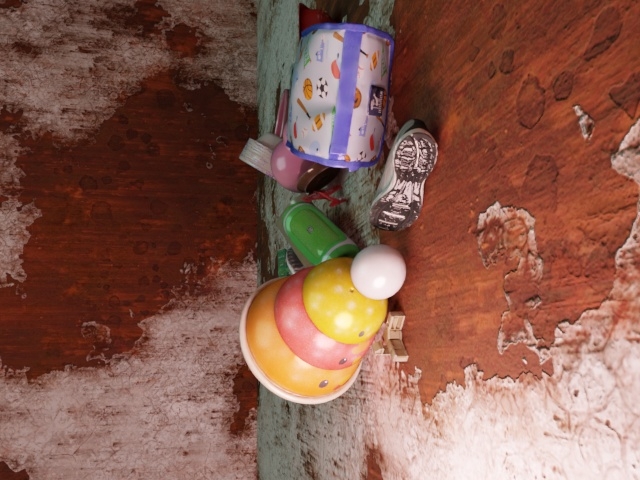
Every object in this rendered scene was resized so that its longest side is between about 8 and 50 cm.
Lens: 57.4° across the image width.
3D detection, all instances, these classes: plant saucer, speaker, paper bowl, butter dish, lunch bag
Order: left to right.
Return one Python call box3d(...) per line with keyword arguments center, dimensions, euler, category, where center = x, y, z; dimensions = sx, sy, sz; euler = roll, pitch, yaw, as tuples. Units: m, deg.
box3d(center=(-0.148, -0.299, 2.183), dimensions=(0.148, 0.284, 0.284), euler=(-60, 18, 5), category="paper bowl")
box3d(center=(-0.143, -0.482, 2.524), dimensions=(0.332, 0.084, 0.331), euler=(-171, 90, -80), category="plant saucer")
box3d(center=(0.000, 0.000, 1.684), dimensions=(0.296, 0.131, 0.131), euler=(45, 135, 47), category="speaker")
box3d(center=(0.002, -0.201, 1.829), dimensions=(0.029, 0.169, 0.168), euler=(53, 153, 16), category="plant saucer")
box3d(center=(0.004, -0.696, 1.936), dimensions=(0.160, 0.118, 0.160), euler=(5, -96, -63), category="butter dish")
box3d(center=(0.047, -0.355, 1.449), dimensions=(0.385, 0.239, 0.327), euler=(-112, 28, -75), category="lunch bag")

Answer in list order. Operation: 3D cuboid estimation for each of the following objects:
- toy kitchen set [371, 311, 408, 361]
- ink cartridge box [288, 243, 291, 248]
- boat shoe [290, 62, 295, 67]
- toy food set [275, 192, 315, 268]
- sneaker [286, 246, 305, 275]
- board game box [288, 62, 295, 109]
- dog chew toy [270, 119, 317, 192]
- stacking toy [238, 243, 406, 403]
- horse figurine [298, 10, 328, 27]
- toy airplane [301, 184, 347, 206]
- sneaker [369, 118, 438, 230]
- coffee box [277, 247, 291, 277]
box3d(center=(0.154, 0.212, 1.284), dimensions=(0.083, 0.068, 0.075), euler=(-109, 24, -55), category="toy kitchen set")
box3d(center=(-0.084, 0.029, 2.358), dimensions=(0.223, 0.045, 0.223), euler=(116, 150, -61), category="ink cartridge box")
box3d(center=(-0.072, -0.704, 2.369), dimensions=(0.183, 0.066, 0.066), euler=(-131, 48, -56), category="boat shoe")
box3d(center=(-0.036, -0.021, 1.963), dimensions=(0.219, 0.092, 0.306), euler=(56, 159, 4), category="toy food set")
box3d(center=(-0.069, 0.137, 2.135), dimensions=(0.115, 0.105, 0.281), euler=(102, 159, -44), category="sneaker")
box3d(center=(-0.057, -0.513, 2.200), dimensions=(0.224, 0.098, 0.303), euler=(-136, 48, -73), category="board game box")
box3d(center=(-0.042, -0.324, 1.916), dimensions=(0.206, 0.207, 0.331), euler=(-107, 30, -54), category="dog chew toy")
box3d(center=(0.038, 0.156, 1.372), dimensions=(0.480, 0.351, 0.350), euler=(131, 140, -50), category="stacking toy")
box3d(center=(-0.030, -0.758, 2.178), dimensions=(0.263, 0.066, 0.174), euler=(-133, 52, -68), category="horse figurine")
box3d(center=(0.022, -0.134, 1.793), dimensions=(0.151, 0.151, 0.028), euler=(-118, 18, -64), category="toy airplane")
box3d(center=(0.173, -0.128, 1.219), dimensions=(0.108, 0.101, 0.271), euler=(-83, 8, -49), category="sneaker")
box3d(center=(-0.132, 0.137, 2.442), dimensions=(0.113, 0.041, 0.184), euler=(42, -144, -51), category="coffee box")
